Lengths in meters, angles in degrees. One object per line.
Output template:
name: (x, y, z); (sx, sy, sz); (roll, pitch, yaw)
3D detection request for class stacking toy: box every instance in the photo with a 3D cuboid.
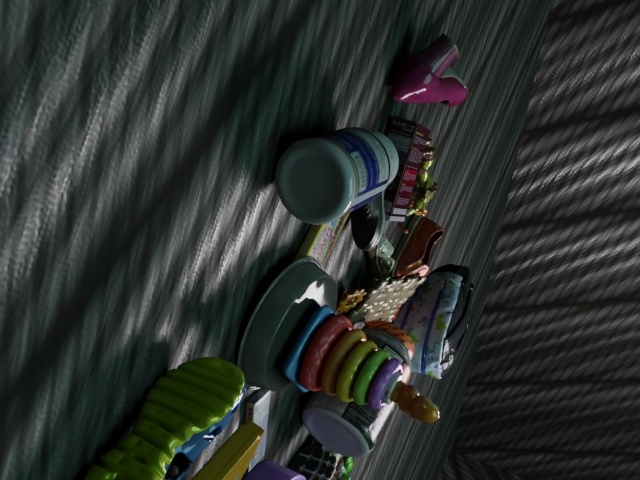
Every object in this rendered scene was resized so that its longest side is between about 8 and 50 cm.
stacking toy: (0.094, 0.262, 1.414); (0.165, 0.302, 0.175); (-58, 155, -15)

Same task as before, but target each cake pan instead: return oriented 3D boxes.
cake pan: (-0.055, 0.176, 1.467); (0.293, 0.054, 0.293); (-46, 150, -36)

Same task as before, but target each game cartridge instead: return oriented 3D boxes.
game cartridge: (-0.220, 0.475, 1.227); (0.285, 0.053, 0.323); (-42, 164, -51)

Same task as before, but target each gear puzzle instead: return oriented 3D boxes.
gear puzzle: (0.134, 0.147, 1.900); (0.339, 0.044, 0.175); (-1, 135, -55)

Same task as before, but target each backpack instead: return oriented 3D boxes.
backpack: (0.350, 0.274, 2.325); (0.355, 0.274, 0.290); (-79, 175, -54)

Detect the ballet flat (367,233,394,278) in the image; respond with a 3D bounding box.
ballet flat: (0.156, 0.032, 1.875); (0.073, 0.067, 0.206); (-60, 155, -26)

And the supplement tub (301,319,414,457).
supplement tub: (0.105, 0.362, 1.845); (0.316, 0.194, 0.193); (-53, 152, -38)

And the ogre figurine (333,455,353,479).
ogre figurine: (0.035, 0.624, 2.016); (0.197, 0.097, 0.118); (-62, 147, -51)

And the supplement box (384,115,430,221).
supplement box: (0.187, -0.169, 1.785); (0.130, 0.073, 0.239); (0, 108, -68)

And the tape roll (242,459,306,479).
tape roll: (-0.132, 0.635, 1.637); (0.275, 0.090, 0.274); (-47, 147, -45)

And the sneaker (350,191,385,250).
sneaker: (0.084, -0.079, 1.625); (0.118, 0.083, 0.221); (-18, 116, -56)

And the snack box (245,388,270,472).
snack box: (-0.134, 0.393, 1.532); (0.064, 0.022, 0.178); (-37, 139, -56)

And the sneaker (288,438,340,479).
sneaker: (-0.001, 0.576, 1.886); (0.279, 0.107, 0.118); (-42, 150, -49)

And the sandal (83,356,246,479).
sandal: (-0.231, 0.311, 1.131); (0.317, 0.126, 0.138); (-45, 153, -34)

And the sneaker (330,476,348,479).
sneaker: (-0.032, 0.721, 1.868); (0.297, 0.111, 0.129); (-42, -179, -12)

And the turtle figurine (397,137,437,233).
turtle figurine: (0.261, -0.145, 1.922); (0.269, 0.087, 0.217); (-58, 154, -58)

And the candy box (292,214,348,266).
candy box: (0.000, 0.000, 1.537); (0.205, 0.027, 0.105); (-63, 154, -20)

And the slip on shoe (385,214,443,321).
slip on shoe: (0.259, 0.083, 2.115); (0.331, 0.101, 0.123); (-65, 159, -14)

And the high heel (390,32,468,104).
high heel: (0.255, -0.369, 1.806); (0.181, 0.127, 0.377); (-43, 162, 5)

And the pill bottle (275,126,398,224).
pill bottle: (0.042, -0.129, 1.368); (0.265, 0.153, 0.153); (-28, 132, -60)
